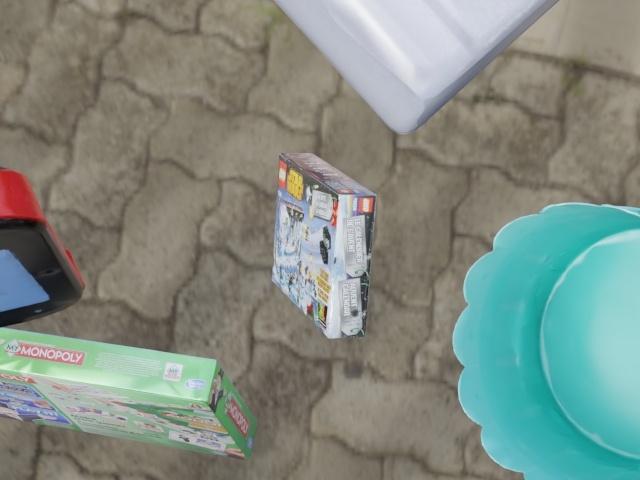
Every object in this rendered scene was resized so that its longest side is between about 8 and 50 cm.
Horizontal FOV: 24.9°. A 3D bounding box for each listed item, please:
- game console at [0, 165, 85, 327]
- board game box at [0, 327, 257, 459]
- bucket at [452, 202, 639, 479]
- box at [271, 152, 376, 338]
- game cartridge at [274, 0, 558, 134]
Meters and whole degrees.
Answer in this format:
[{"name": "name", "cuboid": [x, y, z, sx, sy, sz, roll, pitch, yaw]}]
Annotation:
[{"name": "game console", "cuboid": [-0.375, 0.048, 1.178, 0.342, 0.386, 0.060, -18, 79, -7]}, {"name": "board game box", "cuboid": [-0.238, 0.151, 1.477, 0.317, 0.213, 0.046, 8, 68, 12]}, {"name": "bucket", "cuboid": [0.281, 0.101, 1.364, 0.281, 0.183, 0.281, 0, 90, 32]}, {"name": "box", "cuboid": [0.000, 0.000, 0.959, 0.027, 0.137, 0.094, -1, 105, -18]}, {"name": "game cartridge", "cuboid": [0.063, -0.193, 0.343, 0.294, 0.060, 0.196, -43, 86, 1]}]
